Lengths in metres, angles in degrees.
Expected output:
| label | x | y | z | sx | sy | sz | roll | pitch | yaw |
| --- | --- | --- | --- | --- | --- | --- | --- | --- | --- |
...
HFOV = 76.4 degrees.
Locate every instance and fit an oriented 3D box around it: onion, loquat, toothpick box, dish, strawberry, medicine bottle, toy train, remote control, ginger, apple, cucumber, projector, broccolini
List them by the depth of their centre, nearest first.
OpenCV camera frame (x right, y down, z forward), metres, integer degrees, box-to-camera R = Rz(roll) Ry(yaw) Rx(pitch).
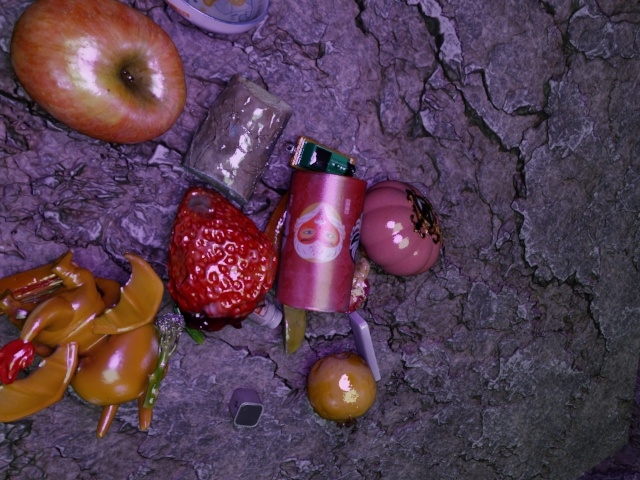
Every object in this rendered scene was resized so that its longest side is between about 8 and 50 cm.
| label | x | y | z | sx | sy | sz | roll | pitch | yaw |
| --- | --- | --- | --- | --- | --- | --- | --- | --- | --- |
| apple | -0.449 | -0.348 | 0.842 | 0.309 | 0.250 | 0.277 | 44 | 69 | -49 |
| broccolini | -0.357 | 0.263 | 0.889 | 0.058 | 0.067 | 0.216 | 22 | 89 | -40 |
| dish | -0.265 | -0.562 | 0.914 | 0.273 | 0.134 | 0.273 | 13 | 67 | -32 |
| strawberry | -0.237 | 0.043 | 1.017 | 0.292 | 0.292 | 0.309 | 9 | 103 | -27 |
| toothpick box | 0.000 | 0.000 | 1.061 | 0.204 | 0.204 | 0.333 | 7 | 93 | -26 |
| toy train | 0.013 | -0.218 | 1.140 | 0.228 | 0.136 | 0.091 | 18 | 97 | -26 |
| cucumber | -0.379 | 0.232 | 1.153 | 0.039 | 0.039 | 0.167 | -31 | 118 | -13 |
| medicine bottle | -0.185 | 0.206 | 1.210 | 0.140 | 0.079 | 0.079 | 38 | 88 | -29 |
| ginger | 0.009 | 0.121 | 1.229 | 0.295 | 0.131 | 0.086 | -16 | 134 | -7 |
| projector | -0.235 | 0.526 | 1.284 | 0.083 | 0.082 | 0.083 | 19 | 96 | -28 |
| onion | 0.090 | 0.157 | 1.318 | 0.150 | 0.140 | 0.150 | -1 | 88 | 15 |
| loquat | 0.070 | 0.488 | 1.330 | 0.244 | 0.244 | 0.243 | -7 | 109 | -23 |
| remote control | 0.151 | 0.367 | 1.402 | 0.034 | 0.103 | 0.250 | -21 | 112 | -15 |

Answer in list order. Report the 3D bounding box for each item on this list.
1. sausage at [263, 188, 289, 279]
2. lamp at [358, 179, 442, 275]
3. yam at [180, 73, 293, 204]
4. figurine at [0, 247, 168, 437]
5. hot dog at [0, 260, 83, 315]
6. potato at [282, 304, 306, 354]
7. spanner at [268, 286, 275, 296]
| label | x | y | z | sx | sy | sz | roll | pitch | yaw |
| --- | --- | --- | --- | --- | --- | --- | --- | --- | --- |
| sausage | -0.109 | -0.029 | 1.174 | 0.103 | 0.076 | 0.302 | 21 | 96 | -28 |
| lamp | 0.223 | -0.030 | 1.237 | 0.305 | 0.240 | 0.305 | 28 | 48 | -37 |
| yam | -0.198 | -0.247 | 1.010 | 0.202 | 0.201 | 0.271 | 29 | 86 | -30 |
| figurine | -0.531 | 0.245 | 0.923 | 0.401 | 0.268 | 0.387 | -50 | 130 | -30 |
| hot dog | -0.678 | 0.111 | 0.965 | 0.236 | 0.062 | 0.092 | -23 | 110 | -18 |
| potato | -0.074 | 0.255 | 1.235 | 0.081 | 0.120 | 0.149 | -2 | 118 | -12 |
| spanner | -0.137 | 0.166 | 1.256 | 0.054 | 0.015 | 0.254 | -47 | 118 | -3 |
